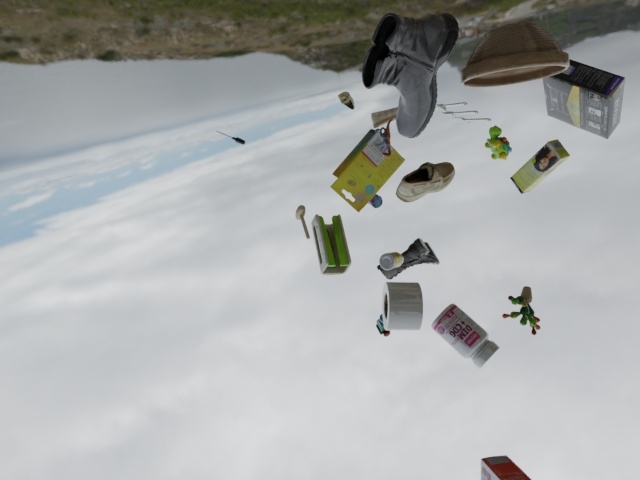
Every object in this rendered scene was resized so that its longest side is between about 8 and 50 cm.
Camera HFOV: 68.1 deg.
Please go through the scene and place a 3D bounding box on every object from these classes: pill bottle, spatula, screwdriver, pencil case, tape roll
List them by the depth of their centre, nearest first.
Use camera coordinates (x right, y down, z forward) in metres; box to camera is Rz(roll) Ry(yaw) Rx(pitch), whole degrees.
[{"bbox_3d":[0.275,0.076,1.811,0.065,0.065,0.116,-4,-179,30],"label":"pill bottle"},{"bbox_3d":[0.542,-0.497,1.851,0.168,0.019,0.242,26,-176,-21],"label":"spatula"},{"bbox_3d":[-0.408,-0.463,2.128,0.169,0.024,0.025,22,-122,21],"label":"screwdriver"},{"bbox_3d":[0.665,0.438,2.173,0.160,0.161,0.283,-27,-121,-37],"label":"pill bottle"},{"bbox_3d":[0.238,-0.212,2.336,0.070,0.065,0.151,-4,-157,-32],"label":"pencil case"},{"bbox_3d":[0.409,0.331,2.387,0.168,0.247,0.246,1,-164,-1],"label":"tape roll"}]

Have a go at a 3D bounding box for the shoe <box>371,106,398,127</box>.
[{"bbox_3d":[0.303,-0.511,1.882,0.218,0.058,0.076,-21,179,-5],"label":"shoe"}]

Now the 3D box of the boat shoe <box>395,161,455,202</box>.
[{"bbox_3d":[0.419,-0.248,1.834,0.302,0.098,0.109,-26,-125,-27],"label":"boat shoe"}]

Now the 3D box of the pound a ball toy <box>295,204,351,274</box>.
[{"bbox_3d":[0.000,0.000,2.200,0.208,0.320,0.136,-1,149,-20],"label":"pound a ball toy"}]

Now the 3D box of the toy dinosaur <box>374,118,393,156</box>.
[{"bbox_3d":[0.184,-0.281,1.337,0.090,0.082,0.047,-38,170,38],"label":"toy dinosaur"}]

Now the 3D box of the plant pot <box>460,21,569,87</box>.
[{"bbox_3d":[0.446,-0.435,1.104,0.237,0.110,0.237,-6,-171,1],"label":"plant pot"}]

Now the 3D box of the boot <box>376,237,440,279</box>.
[{"bbox_3d":[0.378,0.096,2.058,0.229,0.263,0.091,-37,-127,18],"label":"boot"}]

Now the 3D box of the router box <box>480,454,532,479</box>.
[{"bbox_3d":[0.512,0.782,1.195,0.082,0.336,0.301,-2,-175,-8],"label":"router box"}]

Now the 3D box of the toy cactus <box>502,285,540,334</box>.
[{"bbox_3d":[0.844,0.278,1.971,0.112,0.219,0.181,-24,-145,50],"label":"toy cactus"}]

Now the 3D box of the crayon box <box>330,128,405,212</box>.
[{"bbox_3d":[0.199,-0.310,2.120,0.319,0.202,0.081,-48,-152,3],"label":"crayon box"}]

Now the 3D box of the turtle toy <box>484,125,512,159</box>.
[{"bbox_3d":[0.640,-0.348,1.703,0.066,0.130,0.095,-33,-169,2],"label":"turtle toy"}]

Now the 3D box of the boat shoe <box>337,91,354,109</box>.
[{"bbox_3d":[0.129,-0.675,2.293,0.056,0.048,0.153,-26,169,16],"label":"boat shoe"}]

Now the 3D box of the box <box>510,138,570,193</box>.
[{"bbox_3d":[0.842,-0.282,1.830,0.058,0.087,0.232,-17,157,-26],"label":"box"}]

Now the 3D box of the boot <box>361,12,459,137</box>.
[{"bbox_3d":[0.192,-0.402,1.189,0.222,0.338,0.118,-19,-133,-29],"label":"boot"}]

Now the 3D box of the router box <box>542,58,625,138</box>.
[{"bbox_3d":[0.924,-0.502,1.674,0.243,0.081,0.308,38,-175,32],"label":"router box"}]

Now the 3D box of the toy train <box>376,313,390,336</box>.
[{"bbox_3d":[0.429,0.422,2.610,0.247,0.143,0.105,-21,-125,-10],"label":"toy train"}]
